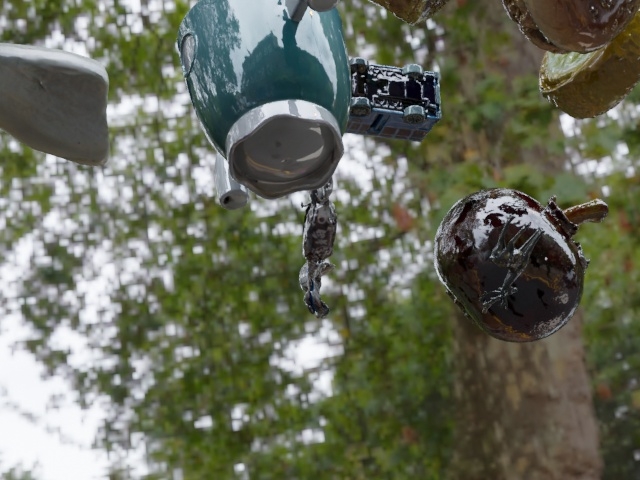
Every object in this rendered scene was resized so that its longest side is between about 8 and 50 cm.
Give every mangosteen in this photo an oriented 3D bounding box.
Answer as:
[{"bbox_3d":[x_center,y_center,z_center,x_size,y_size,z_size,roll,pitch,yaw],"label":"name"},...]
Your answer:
[{"bbox_3d":[0.299,0.015,1.832,0.261,0.235,0.235,-38,-30,5],"label":"mangosteen"}]

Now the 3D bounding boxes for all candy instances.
[{"bbox_3d":[0.478,-0.327,2.155,0.118,0.260,0.260,32,-40,-15],"label":"candy"},{"bbox_3d":[-0.001,0.000,1.688,0.051,0.094,0.226,-1,-57,-4],"label":"candy"}]

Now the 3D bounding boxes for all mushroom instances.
[{"bbox_3d":[-0.444,-0.210,1.752,0.328,0.159,0.122,12,-42,-30],"label":"mushroom"}]

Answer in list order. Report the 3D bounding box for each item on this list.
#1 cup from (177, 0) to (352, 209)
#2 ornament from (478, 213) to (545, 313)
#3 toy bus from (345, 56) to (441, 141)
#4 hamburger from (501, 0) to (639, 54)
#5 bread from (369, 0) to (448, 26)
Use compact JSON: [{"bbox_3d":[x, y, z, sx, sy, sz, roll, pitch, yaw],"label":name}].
[{"bbox_3d":[-0.046,-0.137,1.209,0.167,0.173,0.300,6,-42,-21],"label":"cup"},{"bbox_3d":[0.221,0.033,1.516,0.073,0.028,0.125,16,-72,-45],"label":"ornament"},{"bbox_3d":[0.079,-0.208,1.895,0.184,0.090,0.106,6,-23,-14],"label":"toy bus"},{"bbox_3d":[0.364,-0.400,1.803,0.243,0.286,0.146,15,-12,-33],"label":"hamburger"},{"bbox_3d":[0.145,-0.397,1.626,0.181,0.096,0.222,-45,-19,-42],"label":"bread"}]
